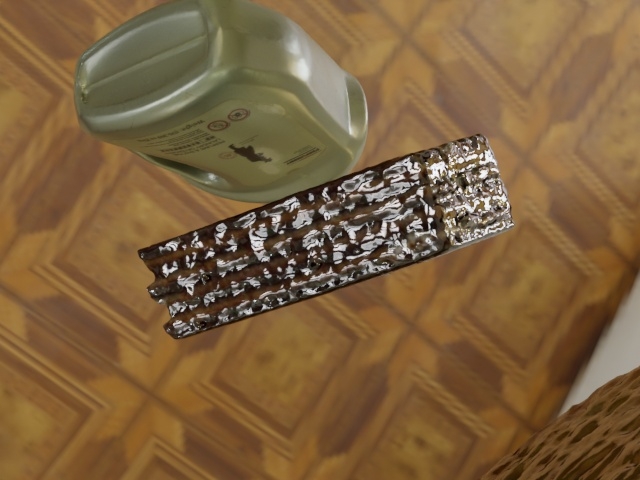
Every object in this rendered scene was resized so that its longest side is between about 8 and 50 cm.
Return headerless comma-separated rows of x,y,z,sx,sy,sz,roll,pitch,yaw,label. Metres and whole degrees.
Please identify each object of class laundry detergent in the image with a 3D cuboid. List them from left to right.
-0.057,-0.093,1.374,0.253,0.181,0.091,27,49,-54,laundry detergent

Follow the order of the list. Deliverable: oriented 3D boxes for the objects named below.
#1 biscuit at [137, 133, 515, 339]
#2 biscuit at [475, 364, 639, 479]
0.000,0.000,1.207,0.106,0.252,0.070,-18,89,-56,biscuit
0.123,0.149,0.948,0.359,0.359,0.046,-39,91,-19,biscuit
